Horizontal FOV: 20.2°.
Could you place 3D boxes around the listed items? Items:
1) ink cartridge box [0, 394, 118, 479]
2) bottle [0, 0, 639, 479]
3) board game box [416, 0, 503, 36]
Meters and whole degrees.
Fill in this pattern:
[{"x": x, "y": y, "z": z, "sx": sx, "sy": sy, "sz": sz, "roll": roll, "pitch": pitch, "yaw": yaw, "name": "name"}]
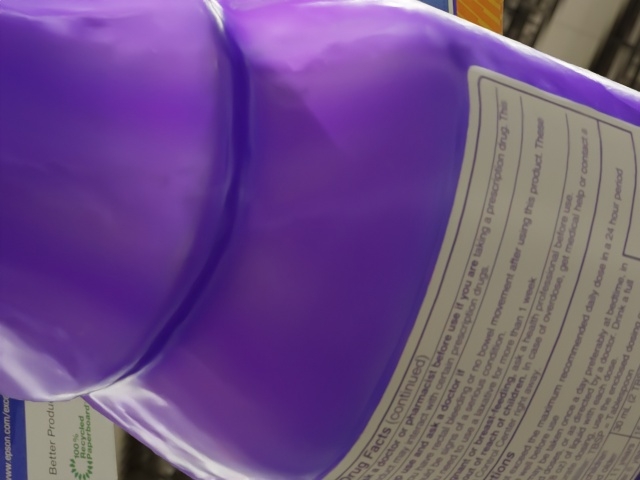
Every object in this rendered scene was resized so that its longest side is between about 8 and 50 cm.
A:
[{"x": -0.269, "y": 0.053, "z": 0.952, "sx": 0.371, "sy": 0.069, "sz": 0.176, "roll": 18, "pitch": -123, "yaw": -45, "name": "ink cartridge box"}, {"x": 0.000, "y": 0.000, "z": 0.408, "sx": 0.283, "sy": 0.092, "sz": 0.118, "roll": 14, "pitch": -83, "yaw": -42, "name": "bottle"}, {"x": -0.112, "y": -0.223, "z": 1.276, "sx": 0.356, "sy": 0.356, "sz": 0.356, "roll": 3, "pitch": -93, "yaw": -26, "name": "board game box"}]
